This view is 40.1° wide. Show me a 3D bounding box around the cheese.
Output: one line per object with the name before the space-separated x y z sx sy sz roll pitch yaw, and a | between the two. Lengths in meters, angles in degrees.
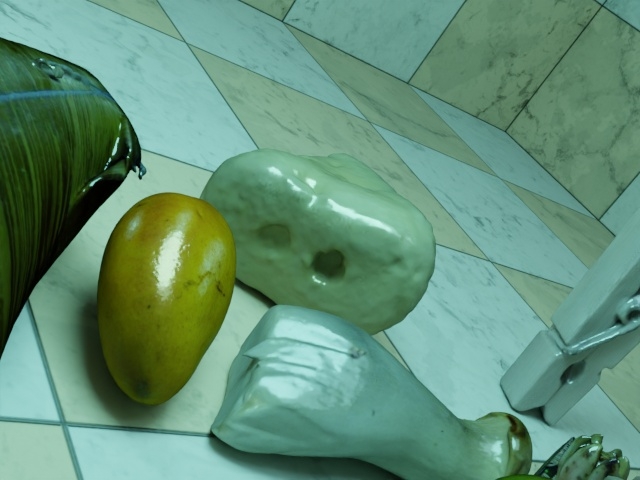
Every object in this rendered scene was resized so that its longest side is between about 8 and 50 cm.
cheese | -0.001 0.002 1.007 0.251 0.173 0.248 11 23 -49

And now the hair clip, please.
hair clip | 0.369 0.101 1.138 0.101 0.330 0.085 27 20 -24

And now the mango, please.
mango | -0.135 0.048 0.767 0.113 0.144 0.219 -5 40 5

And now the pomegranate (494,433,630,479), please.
pomegranate | 0.193 0.256 0.717 0.180 0.209 0.180 24 10 -4

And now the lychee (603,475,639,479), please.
lychee | 0.173 0.294 0.364 0.380 0.432 0.380 13 66 -31

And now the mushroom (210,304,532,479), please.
mushroom | 0.056 0.176 0.842 0.329 0.122 0.159 27 59 -19

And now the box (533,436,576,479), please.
box | 0.324 0.356 0.875 0.310 0.084 0.198 44 23 19

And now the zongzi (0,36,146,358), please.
zongzi | -0.231 0.022 0.639 0.432 0.208 0.403 57 19 15
